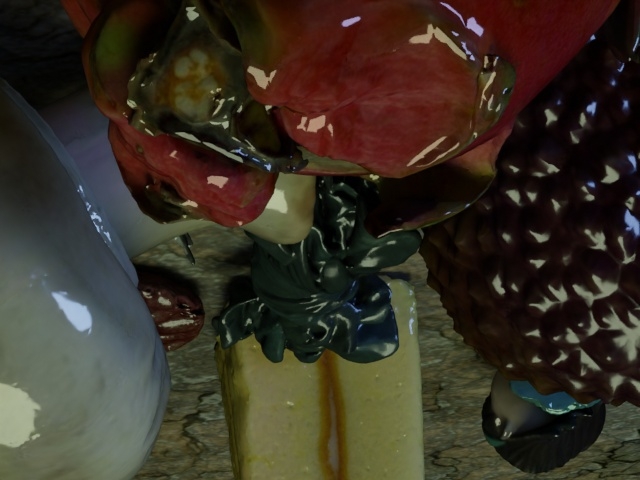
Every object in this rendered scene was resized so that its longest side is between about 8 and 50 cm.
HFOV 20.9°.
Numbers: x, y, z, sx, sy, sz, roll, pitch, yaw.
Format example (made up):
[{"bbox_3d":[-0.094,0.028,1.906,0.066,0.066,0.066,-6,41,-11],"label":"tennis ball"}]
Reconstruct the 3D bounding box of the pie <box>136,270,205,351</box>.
[{"bbox_3d":[-0.168,0.060,1.430,0.153,0.038,0.153,-4,154,-2],"label":"pie"}]

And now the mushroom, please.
[{"bbox_3d":[-0.194,0.026,1.025,0.315,0.315,0.356,-23,155,37],"label":"mushroom"}]

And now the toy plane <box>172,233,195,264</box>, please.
[{"bbox_3d":[-0.225,-0.002,1.239,0.273,0.107,0.182,-36,102,22],"label":"toy plane"}]

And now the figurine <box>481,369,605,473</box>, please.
[{"bbox_3d":[0.224,0.131,1.589,0.138,0.110,0.245,-21,159,-13],"label":"figurine"}]

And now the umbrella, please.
[{"bbox_3d":[-0.002,0.002,1.253,0.143,0.094,0.349,-9,155,-11],"label":"umbrella"}]

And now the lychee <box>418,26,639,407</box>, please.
[{"bbox_3d":[0.165,-0.037,1.032,0.271,0.271,0.271,-4,157,-2],"label":"lychee"}]

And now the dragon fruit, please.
[{"bbox_3d":[0.018,-0.123,0.790,0.305,0.226,0.305,-4,155,-2],"label":"dragon fruit"}]

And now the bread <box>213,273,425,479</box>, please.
[{"bbox_3d":[0.012,0.176,1.456,0.168,0.264,0.163,-7,160,-10],"label":"bread"}]
